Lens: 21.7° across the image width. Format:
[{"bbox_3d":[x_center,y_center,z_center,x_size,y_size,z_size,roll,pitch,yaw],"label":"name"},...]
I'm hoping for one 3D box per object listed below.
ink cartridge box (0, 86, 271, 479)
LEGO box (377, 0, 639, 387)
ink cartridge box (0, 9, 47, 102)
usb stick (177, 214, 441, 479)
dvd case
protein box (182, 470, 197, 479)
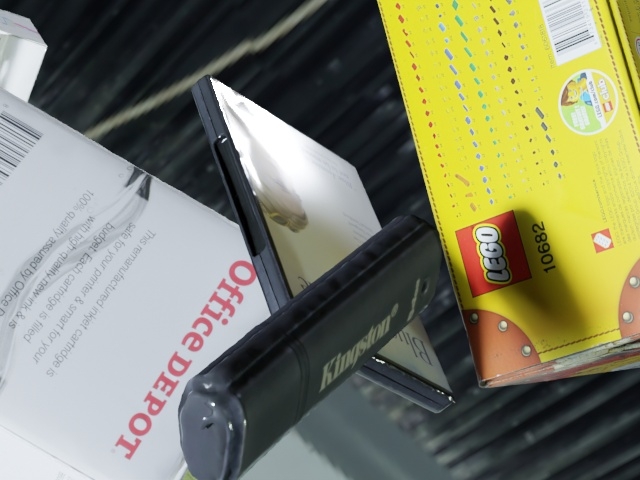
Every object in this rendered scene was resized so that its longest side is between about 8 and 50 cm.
[{"bbox_3d":[-0.257,0.059,1.405,0.395,0.166,0.285,30,52,2],"label":"ink cartridge box"},{"bbox_3d":[0.233,-0.154,1.369,0.372,0.193,0.500,1,72,-55],"label":"LEGO box"},{"bbox_3d":[-0.352,-0.190,1.761,0.090,0.092,0.143,16,15,-24],"label":"ink cartridge box"},{"bbox_3d":[0.001,0.062,1.031,0.045,0.077,0.278,14,28,26],"label":"usb stick"},{"bbox_3d":[0.000,0.000,1.224,0.180,0.022,0.253,30,28,-43],"label":"dvd case"},{"bbox_3d":[-0.224,0.248,1.914,0.200,0.136,0.201,63,26,-63],"label":"protein box"}]
